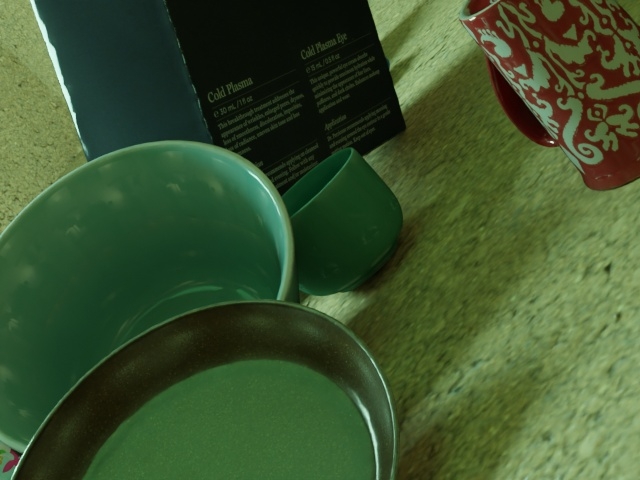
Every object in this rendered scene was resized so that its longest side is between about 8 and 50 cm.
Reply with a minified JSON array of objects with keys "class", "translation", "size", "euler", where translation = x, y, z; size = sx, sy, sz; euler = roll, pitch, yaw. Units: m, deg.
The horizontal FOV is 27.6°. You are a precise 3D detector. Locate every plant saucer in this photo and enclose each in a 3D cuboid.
[{"class":"plant saucer","translation":[-0.083,0.179,0.899],"size":[0.311,0.050,0.310],"euler":[-16,45,17]}]

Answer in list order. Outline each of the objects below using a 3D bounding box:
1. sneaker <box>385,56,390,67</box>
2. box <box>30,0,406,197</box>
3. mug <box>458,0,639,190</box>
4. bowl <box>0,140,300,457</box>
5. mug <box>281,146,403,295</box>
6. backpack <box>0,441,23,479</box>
[{"class":"sneaker","translation":[0.046,-0.197,1.718],"size":[0.059,0.053,0.144],"euler":[-25,26,45]},{"class":"box","translation":[-0.100,-0.202,1.394],"size":[0.179,0.312,0.343],"euler":[-6,17,36]},{"class":"mug","translation":[0.179,-0.127,0.988],"size":[0.150,0.169,0.113],"euler":[-33,20,35]},{"class":"bowl","translation":[-0.142,0.082,1.148],"size":[0.312,0.163,0.311],"euler":[-11,54,16]},{"class":"mug","translation":[0.007,-0.007,1.241],"size":[0.129,0.097,0.158],"euler":[-50,14,-31]},{"class":"backpack","translation":[-0.418,0.255,1.517],"size":[0.253,0.191,0.225],"euler":[-47,16,10]}]
